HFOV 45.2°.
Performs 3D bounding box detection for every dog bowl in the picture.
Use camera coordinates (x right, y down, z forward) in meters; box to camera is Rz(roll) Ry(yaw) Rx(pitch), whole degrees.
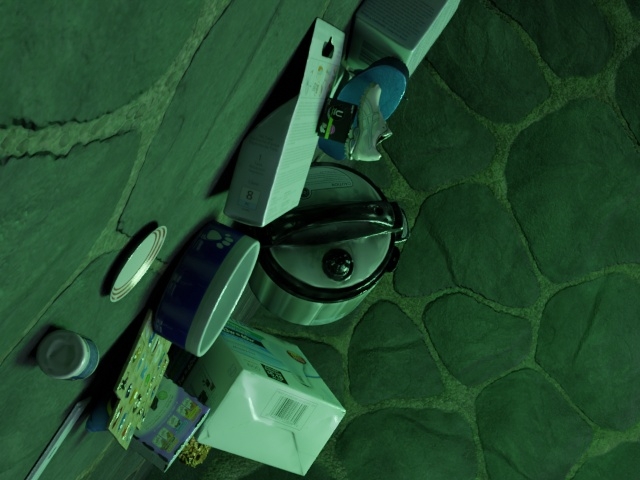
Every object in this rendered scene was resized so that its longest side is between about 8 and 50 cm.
[{"bbox_3d":[-0.229,0.097,1.571,0.265,0.104,0.265,-63,176,-8],"label":"dog bowl"}]

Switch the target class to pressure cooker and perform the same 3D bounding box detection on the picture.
[{"bbox_3d":[0.003,0.005,1.954,0.370,0.375,0.420,-52,176,-20],"label":"pressure cooker"}]

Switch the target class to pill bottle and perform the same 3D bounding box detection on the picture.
[{"bbox_3d":[-0.351,0.164,1.084,0.067,0.067,0.120,-55,176,-12],"label":"pill bottle"}]

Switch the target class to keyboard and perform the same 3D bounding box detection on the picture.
[{"bbox_3d":[-0.525,0.413,1.486,0.256,0.014,0.072,-56,-178,1],"label":"keyboard"}]

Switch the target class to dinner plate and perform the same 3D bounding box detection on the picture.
[{"bbox_3d":[-0.285,0.033,1.190,0.141,0.017,0.141,-55,177,-5],"label":"dinner plate"}]

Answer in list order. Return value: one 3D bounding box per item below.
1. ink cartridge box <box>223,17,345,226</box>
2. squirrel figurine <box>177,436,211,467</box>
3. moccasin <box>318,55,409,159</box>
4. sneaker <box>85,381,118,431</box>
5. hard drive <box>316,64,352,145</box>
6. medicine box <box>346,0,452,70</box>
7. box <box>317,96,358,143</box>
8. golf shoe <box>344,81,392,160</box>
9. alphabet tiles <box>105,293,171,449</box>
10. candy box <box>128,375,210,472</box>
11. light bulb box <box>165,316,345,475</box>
[{"bbox_3d":[-0.063,-0.237,1.503,0.308,0.091,0.385,-41,148,-75],"label":"ink cartridge box"},{"bbox_3d":[-0.380,0.535,2.554,0.397,0.281,0.370,-56,171,-44],"label":"squirrel figurine"},{"bbox_3d":[0.092,-0.317,1.744,0.342,0.137,0.117,-37,-163,53],"label":"moccasin"},{"bbox_3d":[-0.447,0.351,1.649,0.082,0.069,0.209,-28,-174,6],"label":"sneaker"},{"bbox_3d":[0.004,-0.306,1.815,0.210,0.040,0.318,-57,177,8],"label":"hard drive"},{"bbox_3d":[0.202,-0.514,1.713,0.289,0.149,0.263,-56,177,-9],"label":"medicine box"},{"bbox_3d":[0.036,-0.249,1.597,0.052,0.062,0.083,-36,142,-77],"label":"box"},{"bbox_3d":[0.111,-0.241,1.591,0.069,0.086,0.176,69,37,-73],"label":"golf shoe"},{"bbox_3d":[-0.365,0.276,1.594,0.342,0.011,0.285,101,7,-64],"label":"alphabet tiles"},{"bbox_3d":[-0.384,0.405,1.777,0.165,0.196,0.070,-52,175,-39],"label":"candy box"},{"bbox_3d":[-0.186,0.398,2.070,0.225,0.358,0.361,-57,-147,7],"label":"light bulb box"}]
